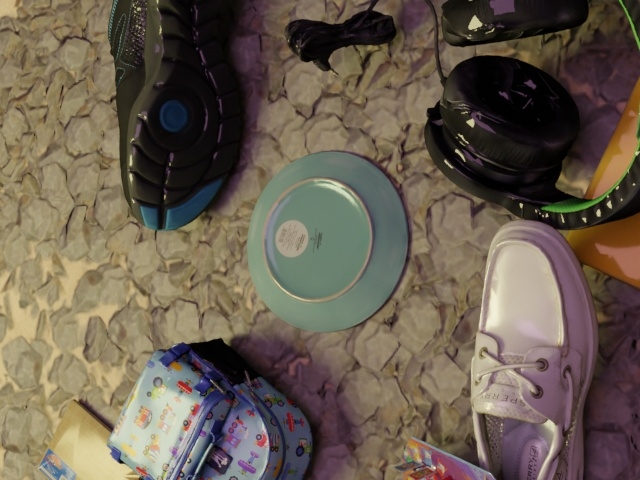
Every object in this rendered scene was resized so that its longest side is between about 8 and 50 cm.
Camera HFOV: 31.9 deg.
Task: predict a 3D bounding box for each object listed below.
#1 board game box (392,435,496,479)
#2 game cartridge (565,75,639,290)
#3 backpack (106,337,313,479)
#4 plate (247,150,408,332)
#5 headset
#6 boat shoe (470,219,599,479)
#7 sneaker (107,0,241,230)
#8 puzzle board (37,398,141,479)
[{"bbox_3d":[0.113,0.254,0.989,0.169,0.033,0.133,15,120,57],"label":"board game box"},{"bbox_3d":[0.394,-0.077,0.926,0.285,0.053,0.323,27,94,28],"label":"game cartridge"},{"bbox_3d":[-0.104,0.202,1.120,0.173,0.117,0.158,37,102,24],"label":"backpack"},{"bbox_3d":[0.000,0.000,1.139,0.188,0.024,0.188,-3,84,28],"label":"plate"},{"bbox_3d":[0.137,-0.151,0.964,0.394,0.185,0.243,32,128,51],"label":"headset"},{"bbox_3d":[0.173,0.124,0.942,0.098,0.096,0.277,4,107,36],"label":"boat shoe"},{"bbox_3d":[-0.166,-0.180,1.216,0.140,0.125,0.340,3,88,55],"label":"sneaker"},{"bbox_3d":[-0.256,0.253,1.254,0.128,0.011,0.096,33,101,28],"label":"puzzle board"}]
